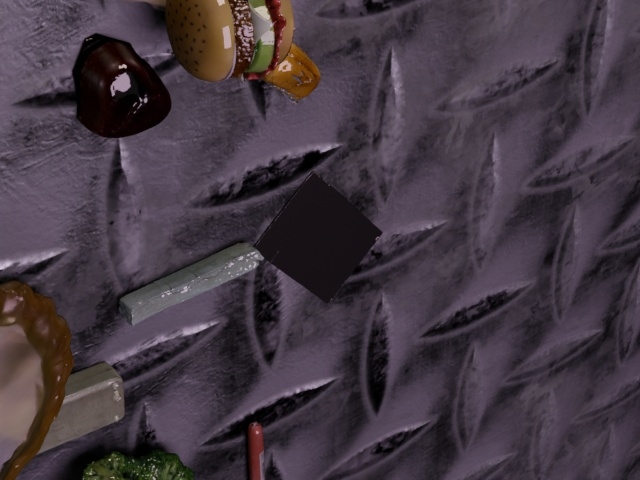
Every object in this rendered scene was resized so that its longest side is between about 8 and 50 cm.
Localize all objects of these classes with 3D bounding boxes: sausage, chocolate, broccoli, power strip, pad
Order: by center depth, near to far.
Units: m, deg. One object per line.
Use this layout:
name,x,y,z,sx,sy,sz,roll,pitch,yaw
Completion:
chocolate,-0.269,-0.195,1.746,0.125,0.080,0.148,-48,141,-6
power strip,-0.430,0.274,1.951,0.288,0.053,0.093,-19,130,-32
broccoli,-0.292,0.468,2.085,0.294,0.245,0.265,-29,120,-58
pad,0.000,0.000,2.190,0.163,0.004,0.243,-52,140,-1
sausage,-0.116,0.409,2.355,0.029,0.029,0.223,-23,131,-30

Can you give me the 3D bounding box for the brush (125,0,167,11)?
brush,-0.242,-0.340,1.698,0.321,0.050,0.060,4,112,-53

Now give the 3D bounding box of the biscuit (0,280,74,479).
biscuit,-0.498,0.205,1.791,0.335,0.078,0.329,15,93,-39

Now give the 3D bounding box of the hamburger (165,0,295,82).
hamburger,-0.130,-0.285,1.710,0.137,0.175,0.175,-17,128,-32

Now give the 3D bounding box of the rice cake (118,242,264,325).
rice cake,-0.200,0.064,2.019,0.245,0.045,0.042,-25,130,-27

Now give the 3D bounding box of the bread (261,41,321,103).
bread,-0.045,-0.251,1.934,0.072,0.053,0.106,-51,145,4
